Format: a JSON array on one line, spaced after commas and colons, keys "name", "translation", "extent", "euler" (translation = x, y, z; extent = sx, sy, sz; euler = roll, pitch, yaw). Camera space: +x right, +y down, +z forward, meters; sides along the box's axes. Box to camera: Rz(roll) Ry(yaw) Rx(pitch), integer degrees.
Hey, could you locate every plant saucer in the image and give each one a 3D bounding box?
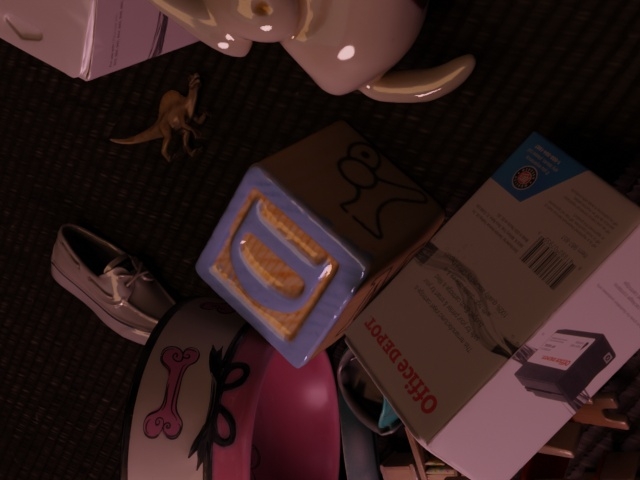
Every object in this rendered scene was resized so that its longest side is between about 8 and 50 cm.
[{"name": "plant saucer", "translation": [0.054, 0.261, 1.572], "extent": [0.037, 0.195, 0.195], "euler": [-7, 108, 4]}]

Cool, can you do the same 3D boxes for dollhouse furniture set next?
[{"name": "dollhouse furniture set", "translation": [0.245, 0.276, 1.345], "extent": [0.135, 0.259, 0.262], "euler": [-2, 134, 37]}, {"name": "dollhouse furniture set", "translation": [0.123, 0.282, 1.526], "extent": [0.182, 0.161, 0.101], "euler": [-9, 104, 36]}]

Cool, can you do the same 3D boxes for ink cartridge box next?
[{"name": "ink cartridge box", "translation": [0.201, 0.070, 1.248], "extent": [0.307, 0.223, 0.129], "euler": [-47, 124, 6]}, {"name": "ink cartridge box", "translation": [-0.257, -0.309, 1.456], "extent": [0.198, 0.273, 0.115], "euler": [29, 124, 22]}]

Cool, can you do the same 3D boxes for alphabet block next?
[{"name": "alphabet block", "translation": [0.000, 0.000, 1.465], "extent": [0.192, 0.197, 0.193], "euler": [44, 128, 12]}]

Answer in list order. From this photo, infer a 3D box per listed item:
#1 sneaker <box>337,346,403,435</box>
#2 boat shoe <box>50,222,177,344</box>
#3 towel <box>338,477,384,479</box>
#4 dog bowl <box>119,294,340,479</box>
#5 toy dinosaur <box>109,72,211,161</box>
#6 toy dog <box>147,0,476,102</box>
[{"name": "sneaker", "translation": [0.138, 0.160, 1.445], "extent": [0.295, 0.178, 0.124], "euler": [-5, 98, 36]}, {"name": "boat shoe", "translation": [-0.290, 0.061, 1.766], "extent": [0.267, 0.096, 0.088], "euler": [34, 131, 28]}, {"name": "towel", "translation": [0.135, 0.472, 1.657], "extent": [0.228, 0.076, 0.308], "euler": [-12, 103, 39]}, {"name": "dog bowl", "translation": [-0.095, 0.273, 1.540], "extent": [0.150, 0.408, 0.408], "euler": [-1, 110, 19]}, {"name": "toy dinosaur", "translation": [-0.201, -0.155, 1.642], "extent": [0.183, 0.053, 0.092], "euler": [-36, 72, 32]}, {"name": "toy dog", "translation": [0.044, -0.362, 1.224], "extent": [0.395, 0.284, 0.408], "euler": [45, 127, 10]}]
